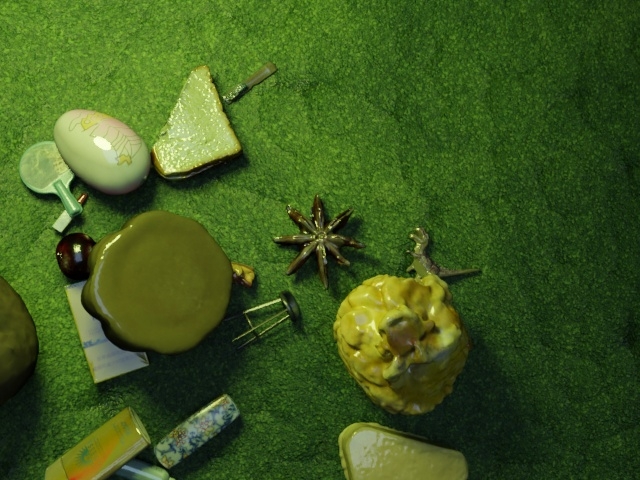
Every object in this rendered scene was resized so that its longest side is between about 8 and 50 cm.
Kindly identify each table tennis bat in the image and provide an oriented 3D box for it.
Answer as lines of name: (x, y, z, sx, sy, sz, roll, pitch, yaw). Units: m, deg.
table tennis bat: (-0.719, -0.165, 1.642, 0.149, 0.038, 0.237, -31, 81, -17)

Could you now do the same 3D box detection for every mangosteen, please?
mangosteen: (-0.633, 0.042, 1.621, 0.140, 0.140, 0.140, 1, 85, -12)

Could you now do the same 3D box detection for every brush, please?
brush: (-0.209, -0.472, 1.798, 0.190, 0.027, 0.034, -39, 95, -13)

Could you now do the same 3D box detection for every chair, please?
chair: (-0.158, 0.225, 1.711, 0.221, 0.095, 0.104, -27, 100, -14)

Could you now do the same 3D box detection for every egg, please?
egg: (-0.580, -0.242, 1.614, 0.196, 0.196, 0.271, -41, 91, -12)

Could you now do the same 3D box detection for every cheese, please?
cheese: (0.200, 0.670, 1.743, 0.383, 0.104, 0.384, 1, 85, -12)

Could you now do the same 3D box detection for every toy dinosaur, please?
toy dinosaur: (0.354, 0.087, 1.849, 0.251, 0.072, 0.200, 35, 69, 3)

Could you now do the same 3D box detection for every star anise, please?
star anise: (0.001, 0.001, 1.768, 0.288, 0.088, 0.289, 0, 77, 1)

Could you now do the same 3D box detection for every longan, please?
longan: (-0.910, 0.233, 1.420, 0.404, 0.404, 0.436, -42, 121, -12)

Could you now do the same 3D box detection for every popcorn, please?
popcorn: (0.220, 0.272, 1.680, 0.344, 0.354, 0.390, -36, 137, -33)

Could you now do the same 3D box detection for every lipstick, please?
lipstick: (-0.681, -0.080, 1.660, 0.030, 0.030, 0.129, 34, 74, -7)

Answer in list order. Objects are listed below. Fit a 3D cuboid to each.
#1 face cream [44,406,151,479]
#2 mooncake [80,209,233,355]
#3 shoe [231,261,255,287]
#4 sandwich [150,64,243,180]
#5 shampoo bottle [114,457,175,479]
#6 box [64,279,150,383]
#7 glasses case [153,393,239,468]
face cream: (-0.591, 0.572, 1.581, 0.285, 0.067, 0.139, -37, 50, -12)
mooncake: (-0.428, 0.113, 1.578, 0.378, 0.200, 0.379, 6, 80, -35)
shoe: (-0.239, 0.098, 1.715, 0.109, 0.072, 0.069, 17, 50, -32)
sandwich: (-0.380, -0.325, 1.711, 0.254, 0.099, 0.289, -21, 90, -14)
shampoo bottle: (-0.455, 0.634, 1.631, 0.195, 0.056, 0.056, 23, 81, -8)
box: (-0.578, 0.232, 1.648, 0.153, 0.041, 0.279, -18, 88, -12)
glasses case: (-0.339, 0.520, 1.661, 0.248, 0.065, 0.087, -34, 94, -12)
